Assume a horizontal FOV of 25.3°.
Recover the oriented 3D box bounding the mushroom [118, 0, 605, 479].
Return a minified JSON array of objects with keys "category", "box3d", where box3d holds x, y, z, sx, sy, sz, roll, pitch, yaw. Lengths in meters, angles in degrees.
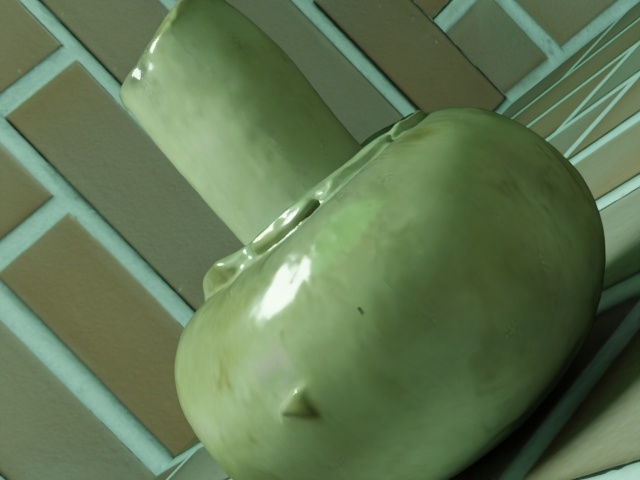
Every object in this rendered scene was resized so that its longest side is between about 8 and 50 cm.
[{"category":"mushroom","box3d":[0.000,0.000,0.906,0.314,0.336,0.314,-44,-6,-6]}]
